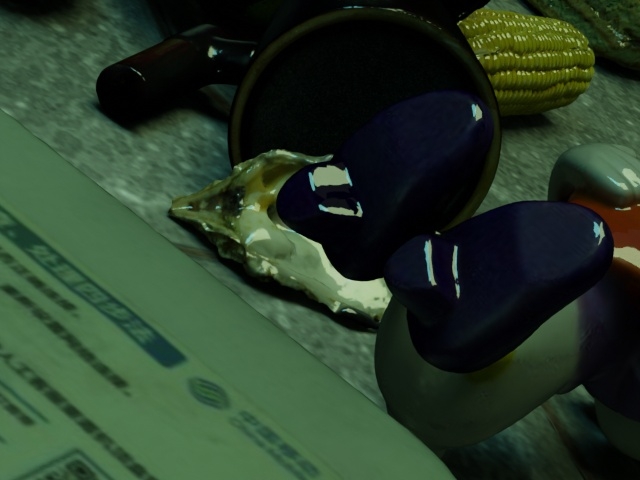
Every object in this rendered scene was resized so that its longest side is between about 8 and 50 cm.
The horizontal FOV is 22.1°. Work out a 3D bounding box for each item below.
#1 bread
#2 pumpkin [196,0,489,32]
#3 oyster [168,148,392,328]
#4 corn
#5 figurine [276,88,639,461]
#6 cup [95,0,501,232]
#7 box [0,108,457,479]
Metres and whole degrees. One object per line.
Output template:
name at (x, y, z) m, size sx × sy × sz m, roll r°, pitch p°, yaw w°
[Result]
bread at (0.316, -0.262, 1.786) m, size 0.138 × 0.102 × 0.196 m, roll 0°, pitch 41°, yaw -45°
pumpkin at (0.018, -0.292, 1.217) m, size 0.296 × 0.296 × 0.296 m, roll 25°, pitch 25°, yaw -13°
oyster at (0.000, 0.000, 0.971) m, size 0.146 × 0.045 × 0.122 m, roll -22°, pitch 77°, yaw -23°
corn at (0.155, -0.152, 1.400) m, size 0.093 × 0.093 × 0.244 m, roll 43°, pitch 28°, yaw 25°
figurine at (0.141, 0.058, 0.877) m, size 0.421 × 0.193 × 0.154 m, roll 17°, pitch 28°, yaw -47°
cup at (-0.004, -0.111, 1.058) m, size 0.239 × 0.166 × 0.177 m, roll 28°, pitch 21°, yaw -10°
box at (-0.166, 0.068, 0.592) m, size 0.396 × 0.111 × 0.396 m, roll 38°, pitch 25°, yaw 15°
